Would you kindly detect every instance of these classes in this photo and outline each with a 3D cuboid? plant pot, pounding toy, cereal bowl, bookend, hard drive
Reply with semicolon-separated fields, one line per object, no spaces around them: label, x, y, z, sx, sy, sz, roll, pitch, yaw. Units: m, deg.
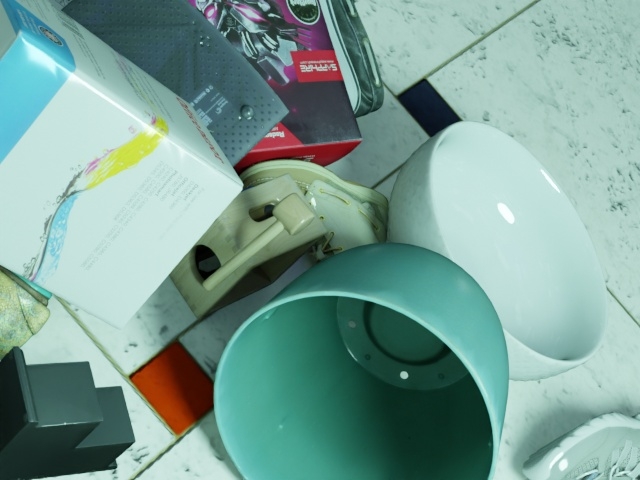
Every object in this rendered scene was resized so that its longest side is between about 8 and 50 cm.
plant pot;0.066;0.134;1.376;0.293;0.293;0.235;44;31;-3
pounding toy;-0.086;-0.010;1.406;0.181;0.206;0.094;-25;77;-44
cereal bowl;0.203;0.028;1.629;0.339;0.141;0.339;28;45;-32
bookend;-0.235;0.160;1.207;0.156;0.157;0.072;0;61;-37
hard drive;-0.179;-0.176;1.446;0.254;0.054;0.172;44;74;-1

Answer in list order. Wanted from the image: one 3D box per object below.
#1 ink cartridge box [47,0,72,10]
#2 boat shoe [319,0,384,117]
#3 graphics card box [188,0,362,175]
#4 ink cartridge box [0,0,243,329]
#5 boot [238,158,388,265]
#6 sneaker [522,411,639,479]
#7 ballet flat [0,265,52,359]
ink cartridge box;-0.286;-0.382;1.621;0.175;0.069;0.371;38;47;-8
boat shoe;-0.014;-0.307;1.755;0.119;0.121;0.335;-8;76;-49
graphics card box;-0.104;-0.267;1.603;0.232;0.094;0.371;-9;78;-42
ink cartridge box;-0.253;-0.088;1.251;0.270;0.197;0.198;34;12;-35
boot;0.000;0.000;1.559;0.213;0.077;0.165;17;53;-32
sneaker;0.369;0.280;1.618;0.281;0.105;0.115;-3;62;-39
ballet flat;-0.415;-0.011;1.236;0.348;0.123;0.123;41;44;-4
